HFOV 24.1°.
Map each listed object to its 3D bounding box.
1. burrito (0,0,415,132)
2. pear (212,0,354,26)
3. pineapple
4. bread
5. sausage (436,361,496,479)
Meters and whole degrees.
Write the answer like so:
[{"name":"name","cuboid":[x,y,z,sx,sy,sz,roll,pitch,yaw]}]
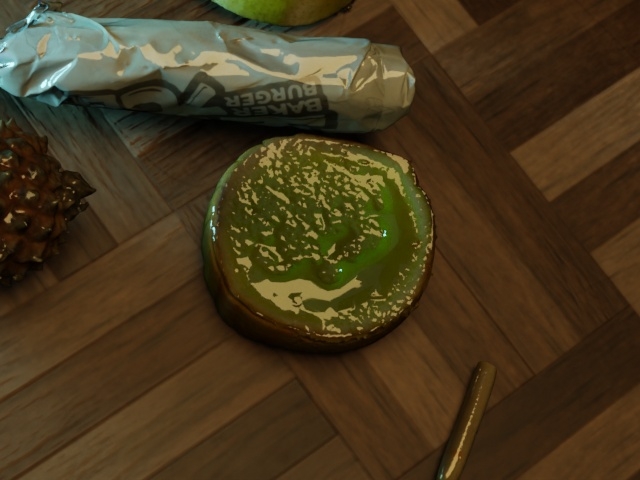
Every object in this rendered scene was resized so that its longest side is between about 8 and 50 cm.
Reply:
[{"name":"burrito","cuboid":[-0.133,-0.167,1.447,0.445,0.139,0.101,5,100,-7]},{"name":"pear","cuboid":[-0.040,-0.367,1.520,0.267,0.178,0.267,7,65,-14]},{"name":"pineapple","cuboid":[-0.296,-0.033,1.338,0.193,0.166,0.166,-11,72,-18]},{"name":"bread","cuboid":[0.000,0.000,1.440,0.236,0.070,0.236,4,68,-10]},{"name":"sausage","cuboid":[0.140,0.176,1.427,0.024,0.024,0.132,24,65,-3]}]
